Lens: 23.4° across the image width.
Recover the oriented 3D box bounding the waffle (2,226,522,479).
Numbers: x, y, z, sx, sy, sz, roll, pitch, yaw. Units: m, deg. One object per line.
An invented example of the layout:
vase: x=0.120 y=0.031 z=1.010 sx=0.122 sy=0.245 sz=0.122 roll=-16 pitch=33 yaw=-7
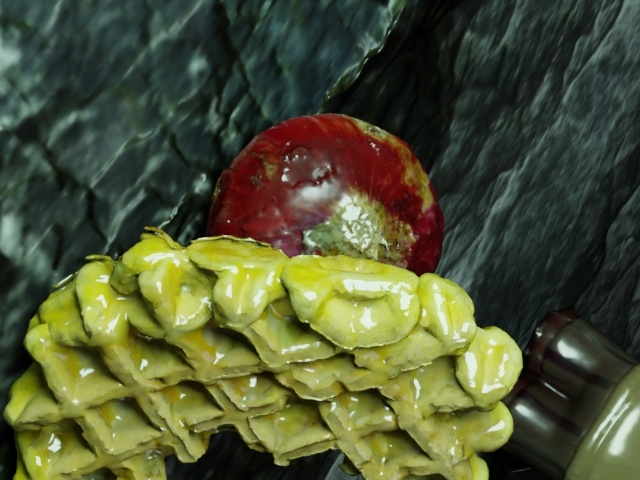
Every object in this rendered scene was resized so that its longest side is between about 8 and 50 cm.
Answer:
waffle: x=-0.023 y=0.062 z=0.595 sx=0.051 sy=0.194 sz=0.149 roll=-94 pitch=-167 yaw=-50

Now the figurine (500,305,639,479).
figurine: x=0.291 y=0.199 z=1.066 sx=0.218 sy=0.365 sz=0.206 roll=-49 pitch=143 yaw=-14

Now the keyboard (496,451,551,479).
keyboard: x=0.173 y=0.273 z=1.302 sx=0.106 sy=0.027 sz=0.317 roll=-8 pitch=137 yaw=-13

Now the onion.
onion: x=0.000 y=0.000 z=0.645 sx=0.107 sy=0.097 sz=0.107 roll=-9 pitch=105 yaw=-35
